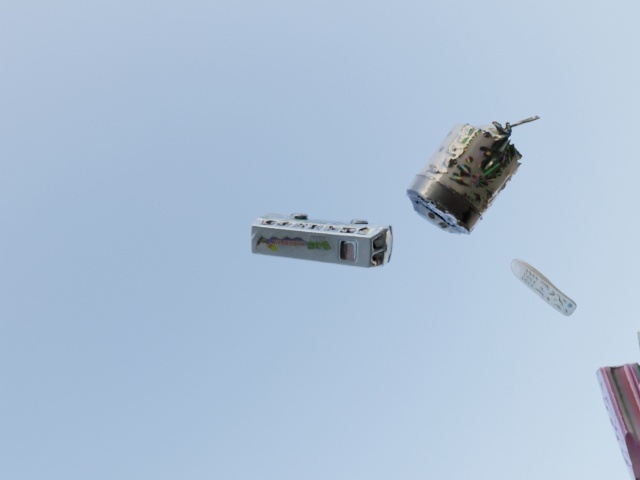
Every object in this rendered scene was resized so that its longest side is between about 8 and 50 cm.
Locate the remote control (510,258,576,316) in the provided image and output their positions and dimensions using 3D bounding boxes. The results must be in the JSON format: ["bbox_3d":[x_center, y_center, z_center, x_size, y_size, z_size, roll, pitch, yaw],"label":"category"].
[{"bbox_3d":[0.682,0.136,1.472,0.044,0.229,0.073,-29,-34,-25],"label":"remote control"}]

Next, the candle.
[{"bbox_3d":[0.356,-0.176,1.106,0.187,0.187,0.330,35,-85,-25],"label":"candle"}]

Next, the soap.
[{"bbox_3d":[0.883,0.521,1.342,0.193,0.109,0.324,42,-145,-56],"label":"soap"}]

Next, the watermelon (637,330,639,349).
[{"bbox_3d":[0.769,0.278,1.079,0.094,0.125,0.136,-4,-78,-41],"label":"watermelon"}]

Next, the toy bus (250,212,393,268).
[{"bbox_3d":[0.000,0.000,1.138,0.136,0.329,0.109,-25,-61,-67],"label":"toy bus"}]
